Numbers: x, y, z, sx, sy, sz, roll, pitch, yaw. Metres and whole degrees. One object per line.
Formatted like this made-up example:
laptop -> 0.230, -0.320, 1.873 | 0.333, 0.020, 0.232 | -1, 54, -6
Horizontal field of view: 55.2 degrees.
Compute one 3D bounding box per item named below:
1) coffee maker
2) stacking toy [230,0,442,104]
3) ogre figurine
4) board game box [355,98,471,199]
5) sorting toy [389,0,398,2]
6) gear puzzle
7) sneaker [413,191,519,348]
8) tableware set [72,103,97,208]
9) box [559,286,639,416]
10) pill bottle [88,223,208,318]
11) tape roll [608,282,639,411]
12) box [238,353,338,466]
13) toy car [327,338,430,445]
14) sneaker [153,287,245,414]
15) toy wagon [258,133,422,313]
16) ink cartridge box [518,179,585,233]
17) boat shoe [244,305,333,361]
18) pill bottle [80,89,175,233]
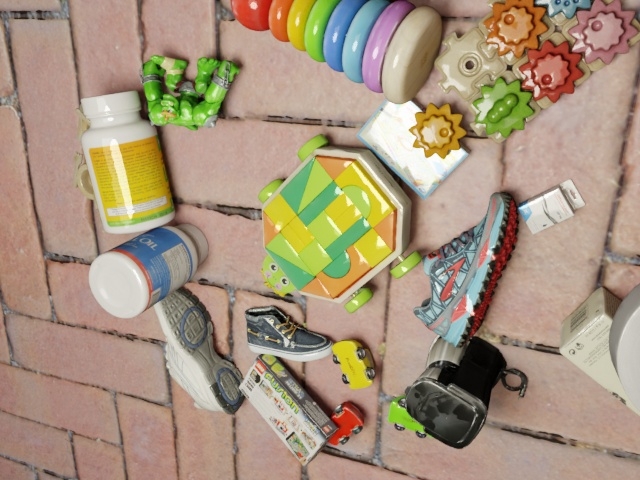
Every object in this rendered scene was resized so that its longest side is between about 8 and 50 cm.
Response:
coffee maker -> 0.238, 0.238, 0.987 | 0.171, 0.178, 0.120 | 6, 112, 22
stacking toy -> 0.009, -0.328, 0.921 | 0.330, 0.141, 0.141 | 28, 118, 19
ogre figurine -> -0.234, -0.256, 1.067 | 0.197, 0.097, 0.118 | 6, 93, 6
board game box -> 0.146, -0.154, 0.971 | 0.154, 0.026, 0.103 | 44, 120, 3
sorting toy -> 0.166, -0.361, 0.788 | 0.132, 0.274, 0.046 | 5, 86, -9
gear puzzle -> 0.257, -0.241, 0.862 | 0.339, 0.044, 0.175 | -38, 91, 24
sneaker -> 0.219, 0.037, 0.966 | 0.125, 0.104, 0.262 | 27, 109, 25
tableware set -> -0.451, -0.165, 1.221 | 0.128, 0.039, 0.194 | 24, 117, 14
box -> 0.493, 0.201, 0.902 | 0.275, 0.113, 0.094 | 40, 119, 7
pill bottle -> -0.305, 0.044, 1.129 | 0.124, 0.221, 0.124 | 8, 112, 20
tape roll -> 0.495, 0.142, 0.787 | 0.219, 0.072, 0.219 | 3, 102, 15
box -> -0.067, 0.327, 1.200 | 0.207, 0.036, 0.114 | 46, 128, 20
toy car -> 0.117, 0.302, 1.137 | 0.225, 0.053, 0.239 | 15, 115, 18
sneaker -> -0.274, 0.234, 1.256 | 0.129, 0.111, 0.297 | -19, 99, 34
toy wagon -> 0.000, 0.000, 1.053 | 0.344, 0.068, 0.267 | -42, 83, 33
ink cartridge box -> 0.347, -0.051, 0.919 | 0.083, 0.028, 0.048 | -30, 95, 29
boat shoe -> -0.065, 0.174, 1.161 | 0.183, 0.065, 0.083 | 1, 111, 25
pill bottle -> -0.360, -0.146, 1.131 | 0.136, 0.136, 0.246 | -1, 109, 24
